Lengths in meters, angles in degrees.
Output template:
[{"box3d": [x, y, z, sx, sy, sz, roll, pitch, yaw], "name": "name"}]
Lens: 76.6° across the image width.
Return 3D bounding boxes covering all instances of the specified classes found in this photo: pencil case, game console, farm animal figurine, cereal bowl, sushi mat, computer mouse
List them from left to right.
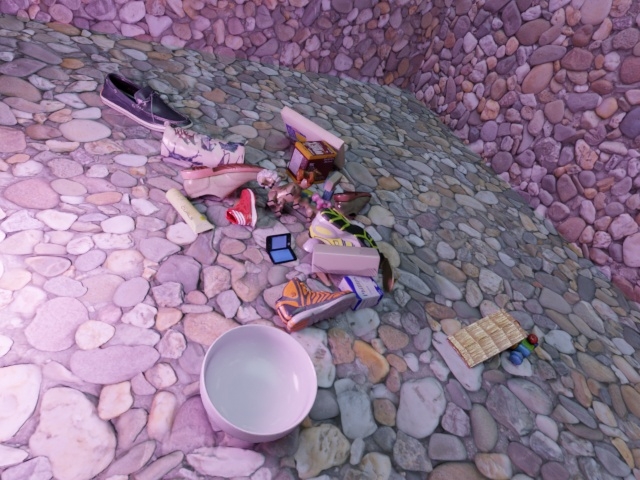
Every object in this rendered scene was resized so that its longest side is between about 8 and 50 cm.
[{"box3d": [-0.562, -0.440, 1.948, 0.410, 0.160, 0.183, 15, 65, -12], "name": "pencil case"}, {"box3d": [-0.186, 0.423, 1.184, 0.339, 0.141, 0.339, 14, 40, -13], "name": "cereal bowl"}, {"box3d": [-0.161, 0.032, 1.700, 0.122, 0.107, 0.071, -9, 21, -35], "name": "game console"}, {"box3d": [-0.103, -0.215, 1.899, 0.327, 0.330, 0.172, -5, 42, 9], "name": "farm animal figurine"}, {"box3d": [0.000, 0.000, 1.840, 0.106, 0.042, 0.193, 40, 41, 17], "name": "computer mouse"}, {"box3d": [0.694, 0.401, 1.684, 0.317, 0.019, 0.151, -20, 56, -18], "name": "sushi mat"}]

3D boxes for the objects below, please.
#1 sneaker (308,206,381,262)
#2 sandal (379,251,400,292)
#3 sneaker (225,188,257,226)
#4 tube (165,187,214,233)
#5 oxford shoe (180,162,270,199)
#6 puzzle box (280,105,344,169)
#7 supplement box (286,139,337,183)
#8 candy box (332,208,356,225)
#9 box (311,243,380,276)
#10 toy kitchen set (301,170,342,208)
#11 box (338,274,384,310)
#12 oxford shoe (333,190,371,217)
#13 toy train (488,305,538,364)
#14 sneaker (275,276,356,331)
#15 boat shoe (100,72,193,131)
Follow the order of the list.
[{"box3d": [0.113, 0.004, 1.802, 0.385, 0.147, 0.145, 36, 28, -21], "name": "sneaker"}, {"box3d": [0.321, 0.142, 1.814, 0.079, 0.088, 0.240, 14, 33, -17], "name": "sandal"}, {"box3d": [-0.358, -0.156, 1.797, 0.128, 0.087, 0.221, 3, 42, -26], "name": "sneaker"}, {"box3d": [-0.548, -0.121, 1.682, 0.070, 0.062, 0.240, -42, 72, -6], "name": "tube"}, {"box3d": [-0.422, -0.270, 1.840, 0.397, 0.146, 0.140, -9, 20, -22], "name": "oxford shoe"}, {"box3d": [-0.038, -0.586, 2.329, 0.409, 0.272, 0.052, 35, 80, 12], "name": "puzzle box"}, {"box3d": [-0.049, -0.413, 2.162, 0.191, 0.194, 0.129, -14, 53, -38], "name": "supplement box"}, {"box3d": [0.111, -0.044, 1.864, 0.206, 0.027, 0.105, 36, 77, -17], "name": "candy box"}, {"box3d": [0.102, 0.081, 1.692, 0.275, 0.094, 0.113, 4, 19, -2], "name": "box"}, {"box3d": [-0.017, -0.259, 1.993, 0.166, 0.207, 0.122, 31, 38, 8], "name": "toy kitchen set"}, {"box3d": [0.166, 0.208, 1.667, 0.137, 0.072, 0.126, -7, 48, -33], "name": "box"}, {"box3d": [0.165, -0.188, 2.105, 0.123, 0.130, 0.348, 6, 12, 33], "name": "oxford shoe"}, {"box3d": [0.797, 0.410, 1.756, 0.248, 0.105, 0.143, 42, 55, 20], "name": "toy train"}, {"box3d": [-0.024, 0.207, 1.527, 0.321, 0.124, 0.180, -12, 52, -37], "name": "sneaker"}, {"box3d": [-0.892, -0.701, 2.084, 0.500, 0.156, 0.187, 27, 37, 0], "name": "boat shoe"}]
